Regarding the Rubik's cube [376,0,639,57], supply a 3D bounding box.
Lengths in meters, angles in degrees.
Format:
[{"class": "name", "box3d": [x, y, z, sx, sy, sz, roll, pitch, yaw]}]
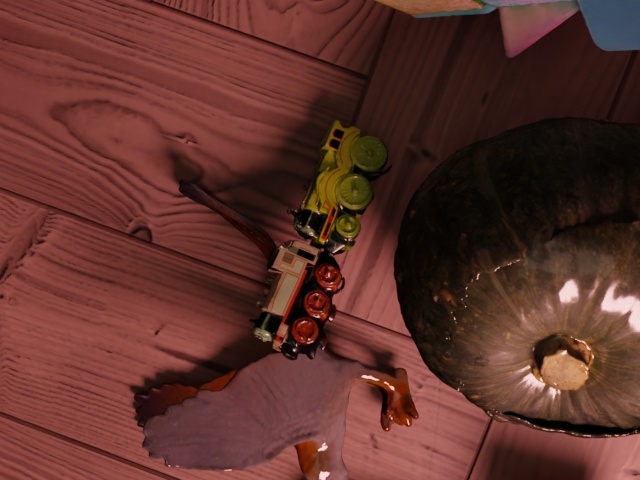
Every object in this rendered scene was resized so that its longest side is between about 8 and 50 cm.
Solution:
[{"class": "Rubik's cube", "box3d": [0.172, -0.335, 0.749, 0.387, 0.368, 0.358, -15, 117, 6]}]

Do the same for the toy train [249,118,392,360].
[{"class": "toy train", "box3d": [0.000, 0.000, 0.910, 0.085, 0.053, 0.249, 21, 72, 0]}]

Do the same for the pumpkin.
[{"class": "pumpkin", "box3d": [0.234, 0.038, 0.837, 0.328, 0.257, 0.291, -5, 123, 17]}]

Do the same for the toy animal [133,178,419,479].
[{"class": "toy animal", "box3d": [-0.041, 0.112, 0.963, 0.302, 0.225, 0.284, 15, 78, -9]}]
